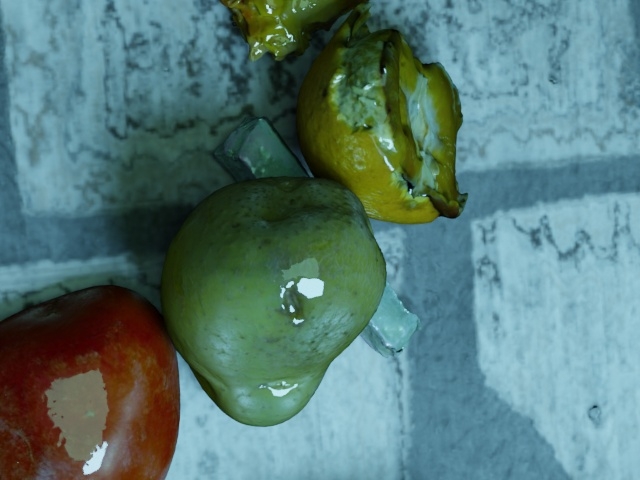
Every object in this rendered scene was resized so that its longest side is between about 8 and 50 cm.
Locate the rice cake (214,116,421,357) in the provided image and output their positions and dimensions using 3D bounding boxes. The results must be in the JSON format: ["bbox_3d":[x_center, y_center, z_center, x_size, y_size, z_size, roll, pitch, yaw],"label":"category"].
[{"bbox_3d":[0.000,0.000,1.276,0.043,0.034,0.211,-43,105,-23],"label":"rice cake"}]

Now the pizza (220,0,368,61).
[{"bbox_3d":[-0.004,-0.233,1.243,0.290,0.081,0.228,24,84,-21],"label":"pizza"}]

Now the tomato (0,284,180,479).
[{"bbox_3d":[-0.163,0.127,1.195,0.166,0.082,0.174,-20,96,-19],"label":"tomato"}]

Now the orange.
[{"bbox_3d":[0.040,-0.081,1.241,0.112,0.160,0.170,-25,97,27],"label":"orange"}]

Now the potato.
[{"bbox_3d":[-0.034,0.045,1.196,0.157,0.157,0.194,-7,129,-20],"label":"potato"}]
